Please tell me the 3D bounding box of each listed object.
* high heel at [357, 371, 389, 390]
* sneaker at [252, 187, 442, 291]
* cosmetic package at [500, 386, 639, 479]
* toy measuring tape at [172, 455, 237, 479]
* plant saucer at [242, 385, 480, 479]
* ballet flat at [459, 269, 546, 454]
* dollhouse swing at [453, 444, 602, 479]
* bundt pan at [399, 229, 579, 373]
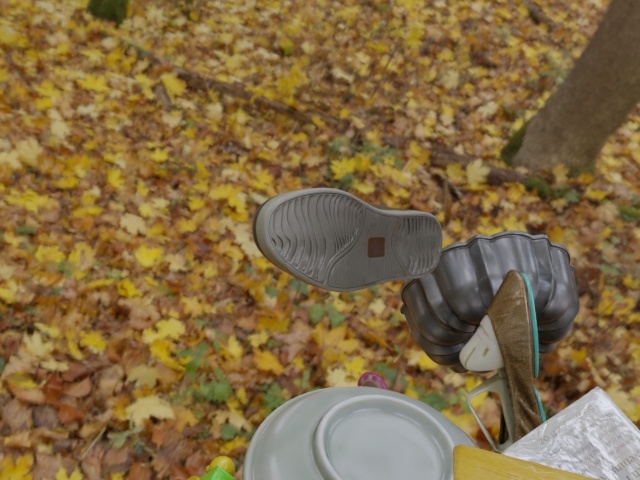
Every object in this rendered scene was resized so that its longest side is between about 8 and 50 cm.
[{"bbox_3d":[0.147,0.402,1.697,0.244,0.082,0.117,60,4,3],"label":"high heel"},{"bbox_3d":[0.000,0.000,0.695,0.222,0.118,0.083,8,88,-47],"label":"sneaker"},{"bbox_3d":[0.261,0.250,0.636,0.117,0.085,0.231,-34,51,-5],"label":"cosmetic package"},{"bbox_3d":[-0.221,0.454,1.120,0.121,0.121,0.330,32,53,1],"label":"toy measuring tape"},{"bbox_3d":[0.089,0.335,1.146,0.400,0.101,0.400,8,33,-5],"label":"plant saucer"},{"bbox_3d":[0.287,0.220,1.225,0.124,0.342,0.116,-11,14,2],"label":"ballet flat"},{"bbox_3d":[0.143,0.361,0.392,0.315,0.347,0.305,8,23,30],"label":"dollhouse swing"},{"bbox_3d":[0.315,0.135,1.412,0.330,0.331,0.124,10,47,-21],"label":"bundt pan"}]
